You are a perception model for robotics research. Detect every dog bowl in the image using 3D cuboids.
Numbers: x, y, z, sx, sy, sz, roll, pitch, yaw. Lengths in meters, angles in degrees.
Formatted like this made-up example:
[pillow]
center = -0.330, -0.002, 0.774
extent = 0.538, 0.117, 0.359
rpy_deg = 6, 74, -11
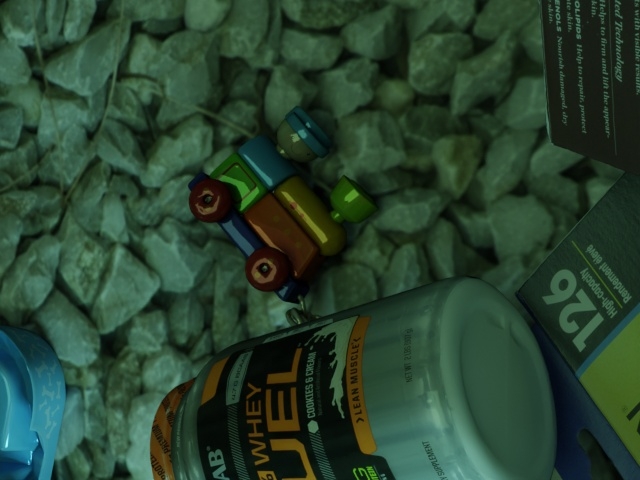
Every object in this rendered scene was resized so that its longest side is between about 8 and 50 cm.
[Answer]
[dog bowl]
center = -0.378, 0.233, 1.400
extent = 0.166, 0.074, 0.297
rpy_deg = 18, 102, 28

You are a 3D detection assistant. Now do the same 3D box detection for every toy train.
[toy train]
center = 0.000, 0.000, 1.168
extent = 0.143, 0.105, 0.248
rpy_deg = -42, 77, 7

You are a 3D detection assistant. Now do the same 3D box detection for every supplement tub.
[supplement tub]
center = 0.021, 0.158, 1.032
extent = 0.316, 0.194, 0.193
rpy_deg = -20, 83, 32

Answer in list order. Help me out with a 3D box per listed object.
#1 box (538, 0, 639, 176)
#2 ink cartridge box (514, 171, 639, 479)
[box]
center = 0.281, -0.142, 0.853
extent = 0.203, 0.169, 0.167
rpy_deg = 30, 135, 53
[ink cartridge box]
center = 0.279, 0.095, 0.950
extent = 0.307, 0.072, 0.303
rpy_deg = -51, 43, 20
